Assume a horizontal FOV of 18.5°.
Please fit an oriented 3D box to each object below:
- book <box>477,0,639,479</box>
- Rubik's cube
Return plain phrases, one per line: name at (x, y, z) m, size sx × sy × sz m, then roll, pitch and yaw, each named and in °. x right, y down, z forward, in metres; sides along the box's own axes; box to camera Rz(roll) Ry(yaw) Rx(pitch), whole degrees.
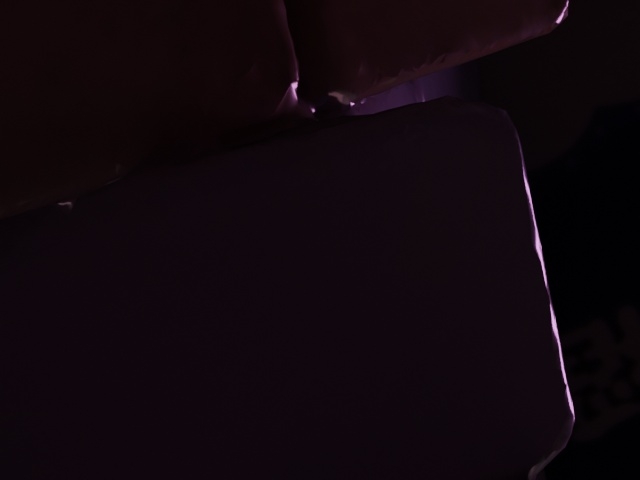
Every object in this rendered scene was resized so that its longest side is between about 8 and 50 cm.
book at (0.008, -0.043, 0.730) m, size 0.300 × 0.428 × 0.039 m, roll -23°, pitch 159°, yaw 10°
Rubik's cube at (-0.113, 0.026, 0.535) m, size 0.387 × 0.358 × 0.368 m, roll -11°, pitch -171°, yaw 14°
